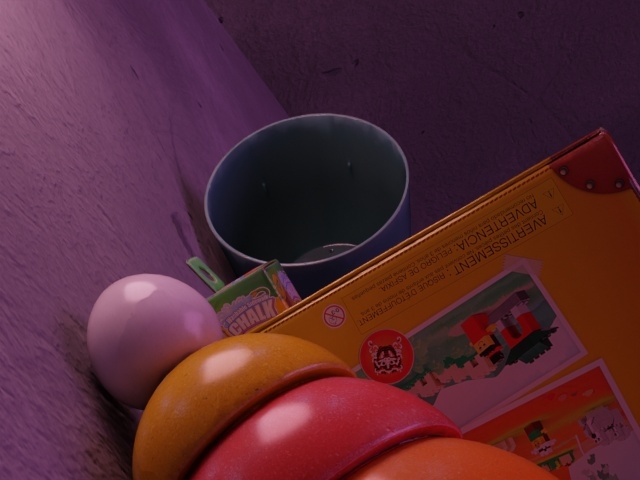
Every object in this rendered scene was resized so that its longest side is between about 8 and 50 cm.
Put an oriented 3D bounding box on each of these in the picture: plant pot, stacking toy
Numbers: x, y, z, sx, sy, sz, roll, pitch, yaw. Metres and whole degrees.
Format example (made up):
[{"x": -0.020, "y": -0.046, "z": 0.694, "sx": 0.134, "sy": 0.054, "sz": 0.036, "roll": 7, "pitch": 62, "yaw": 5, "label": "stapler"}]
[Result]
[{"x": 0.000, "y": 0.000, "z": 1.832, "sx": 0.235, "sy": 0.293, "sz": 0.293, "roll": 75, "pitch": -6, "yaw": -47, "label": "plant pot"}, {"x": -0.029, "y": 0.187, "z": 1.011, "sx": 0.480, "sy": 0.350, "sz": 0.350, "roll": 47, "pitch": 0, "yaw": 30, "label": "stacking toy"}]

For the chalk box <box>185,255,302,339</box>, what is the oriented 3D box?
[{"x": -0.080, "y": 0.104, "z": 1.407, "sx": 0.213, "sy": 0.132, "sz": 0.132, "roll": 60, "pitch": 7, "yaw": -2, "label": "chalk box"}]

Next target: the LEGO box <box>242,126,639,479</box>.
[{"x": 0.149, "y": 0.187, "z": 1.187, "sx": 0.372, "sy": 0.500, "sz": 0.193, "roll": 62, "pitch": 8, "yaw": 11, "label": "LEGO box"}]
